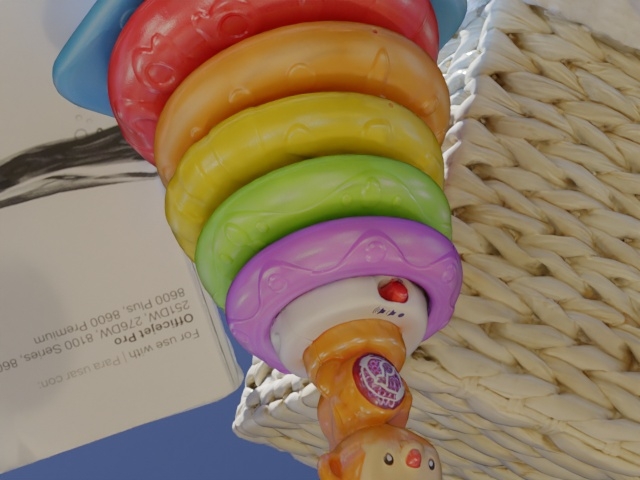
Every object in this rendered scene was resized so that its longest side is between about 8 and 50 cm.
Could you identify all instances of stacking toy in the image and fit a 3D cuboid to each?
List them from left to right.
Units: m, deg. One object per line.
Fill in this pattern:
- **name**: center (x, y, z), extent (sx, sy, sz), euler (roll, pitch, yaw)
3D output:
- **stacking toy**: center (0.000, 0.000, 0.686), extent (0.166, 0.175, 0.301), euler (-41, -132, 34)

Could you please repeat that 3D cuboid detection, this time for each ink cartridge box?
- **ink cartridge box**: center (-0.197, -0.101, 0.944), extent (0.166, 0.285, 0.394), euler (-19, -67, -5)

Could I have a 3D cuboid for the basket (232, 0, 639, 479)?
- **basket**: center (0.154, 0.037, 0.971), extent (0.331, 0.328, 0.266), euler (25, -111, -13)
